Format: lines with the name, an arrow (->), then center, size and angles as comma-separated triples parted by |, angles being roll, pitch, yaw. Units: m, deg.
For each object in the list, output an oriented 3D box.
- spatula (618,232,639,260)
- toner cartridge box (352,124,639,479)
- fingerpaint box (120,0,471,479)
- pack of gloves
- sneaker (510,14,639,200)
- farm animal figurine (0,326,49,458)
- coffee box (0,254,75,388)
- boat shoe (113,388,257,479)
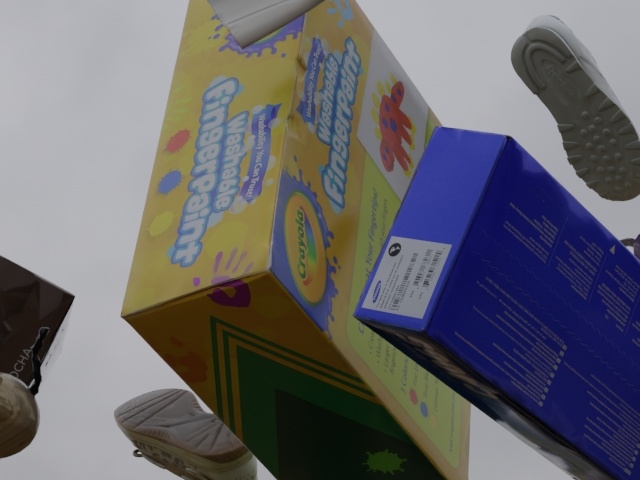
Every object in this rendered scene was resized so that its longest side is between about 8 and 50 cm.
spatula -> 0.231, -0.001, 1.663 | 0.296, 0.030, 0.084 | 16, -18, 12
toner cartridge box -> 0.177, 0.065, 1.427 | 0.075, 0.165, 0.348 | 13, -18, 43
fingerpaint box -> 0.000, 0.000, 1.760 | 0.163, 0.445, 0.371 | -18, -48, 25
pack of gloves -> -0.016, -0.295, 1.600 | 0.232, 0.195, 0.046 | -30, -37, -5
sneaker -> 0.309, -0.155, 2.072 | 0.090, 0.235, 0.095 | -26, 10, 25
farm animal figurine -> -0.395, 0.174, 1.401 | 0.330, 0.327, 0.172 | 18, -21, 27
coffee box -> -0.329, 0.124, 1.723 | 0.119, 0.168, 0.297 | 29, -17, -3
boat shoe -> -0.173, 0.261, 2.288 | 0.104, 0.089, 0.285 | -26, 23, -24
